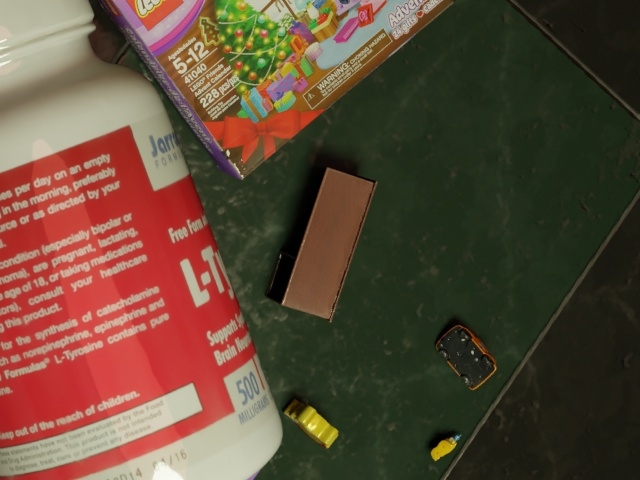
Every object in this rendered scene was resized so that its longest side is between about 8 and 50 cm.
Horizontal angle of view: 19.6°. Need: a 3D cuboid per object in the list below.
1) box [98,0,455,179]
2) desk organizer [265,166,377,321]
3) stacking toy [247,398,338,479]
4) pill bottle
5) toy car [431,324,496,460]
[{"bbox_3d":[-0.022,-0.221,1.570,0.293,0.057,0.201,-41,112,-12],"label":"box"},{"bbox_3d":[0.000,0.000,1.627,0.050,0.047,0.130,18,92,-23],"label":"desk organizer"},{"bbox_3d":[-0.109,0.164,1.611,0.221,0.052,0.167,45,79,-22],"label":"stacking toy"},{"bbox_3d":[-0.198,0.010,1.423,0.229,0.229,0.408,-22,97,-19],"label":"pill bottle"},{"bbox_3d":[0.122,0.139,1.724,0.122,0.060,0.040,-63,161,16],"label":"toy car"}]
